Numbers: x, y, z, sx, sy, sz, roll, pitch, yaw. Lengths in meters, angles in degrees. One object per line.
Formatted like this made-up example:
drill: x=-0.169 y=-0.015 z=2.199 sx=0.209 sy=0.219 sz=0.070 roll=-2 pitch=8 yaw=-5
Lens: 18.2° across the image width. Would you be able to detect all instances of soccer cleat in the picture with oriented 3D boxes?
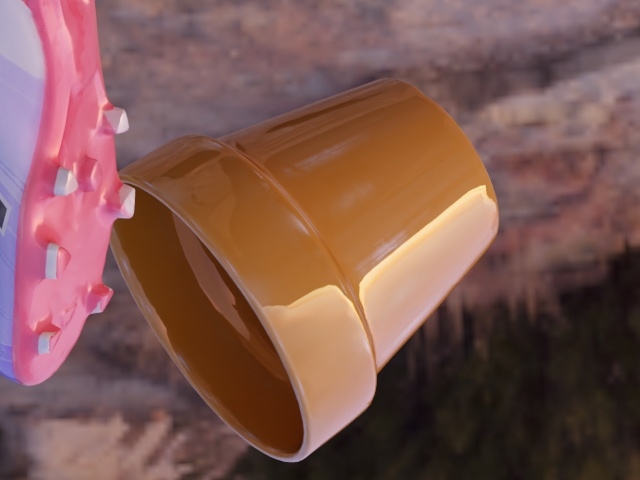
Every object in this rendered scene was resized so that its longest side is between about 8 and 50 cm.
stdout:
soccer cleat: x=-0.134 y=-0.059 z=0.831 sx=0.095 sy=0.248 sz=0.083 roll=13 pitch=-153 yaw=19

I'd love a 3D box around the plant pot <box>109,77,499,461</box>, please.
plant pot: x=0.000 y=0.000 z=1.231 sx=0.188 sy=0.205 sz=0.205 roll=-34 pitch=-177 yaw=-21
